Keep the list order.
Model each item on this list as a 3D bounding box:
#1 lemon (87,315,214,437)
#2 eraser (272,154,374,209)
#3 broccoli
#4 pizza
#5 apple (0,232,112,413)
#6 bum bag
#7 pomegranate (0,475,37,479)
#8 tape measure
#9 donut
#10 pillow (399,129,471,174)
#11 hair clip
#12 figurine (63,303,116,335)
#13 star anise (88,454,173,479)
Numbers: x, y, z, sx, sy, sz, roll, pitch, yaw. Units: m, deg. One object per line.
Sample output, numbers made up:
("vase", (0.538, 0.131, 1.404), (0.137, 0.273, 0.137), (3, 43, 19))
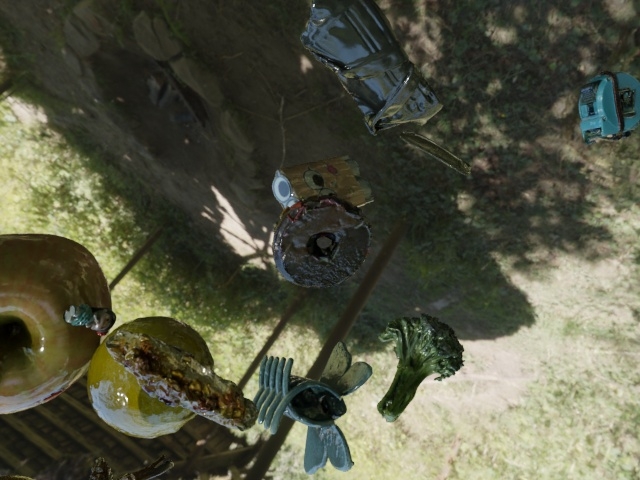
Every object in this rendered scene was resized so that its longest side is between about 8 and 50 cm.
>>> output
("lemon", (-0.362, 0.287, 0.954), (0.260, 0.260, 0.284), (35, 147, 3))
("eraser", (0.012, -0.146, 1.274), (0.087, 0.290, 0.171), (-36, 79, 46))
("broccoli", (0.214, 0.291, 1.106), (0.198, 0.275, 0.177), (54, 162, 21))
("pizza", (-0.210, 0.214, 0.659), (0.246, 0.058, 0.127), (37, 136, -12))
("apple", (-0.672, 0.165, 0.998), (0.391, 0.391, 0.346), (48, 166, -29))
("bum bag", (0.084, -0.275, 0.740), (0.142, 0.079, 0.326), (-24, 141, 31))
("pomegranate", (-0.424, 0.434, 0.558), (0.264, 0.264, 0.264), (32, 160, 13))
("tape measure", (0.604, -0.279, 0.929), (0.081, 0.125, 0.146), (-167, 64, -74))
("donut", (0.000, 0.000, 1.138), (0.269, 0.270, 0.103), (48, -174, -31))
("pillow", (0.317, -0.245, 1.223), (0.217, 0.130, 0.033), (31, 120, 5))
("hair clip", (-0.041, 0.439, 1.222), (0.238, 0.392, 0.318), (22, 162, -15))
("figurine", (-0.465, 0.160, 0.901), (0.047, 0.060, 0.106), (25, 173, 31))
("star anise", (-0.575, 0.690, 1.238), (0.237, 0.346, 0.148), (-111, 0, -53))
